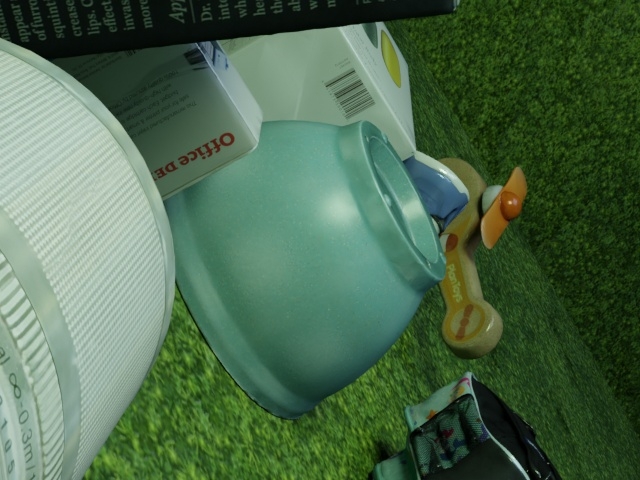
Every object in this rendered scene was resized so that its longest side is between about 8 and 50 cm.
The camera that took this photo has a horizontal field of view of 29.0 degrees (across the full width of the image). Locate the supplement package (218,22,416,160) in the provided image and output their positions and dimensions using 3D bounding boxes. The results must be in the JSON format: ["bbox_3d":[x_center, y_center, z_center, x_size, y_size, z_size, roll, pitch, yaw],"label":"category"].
[{"bbox_3d":[-0.024,-0.187,1.429,0.199,0.198,0.263,56,17,-24],"label":"supplement package"}]

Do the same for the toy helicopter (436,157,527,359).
[{"bbox_3d":[0.201,0.015,1.764,0.140,0.235,0.355,49,21,-42],"label":"toy helicopter"}]

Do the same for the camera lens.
[{"bbox_3d":[-0.188,0.040,0.489,0.219,0.219,0.274,60,16,-12],"label":"camera lens"}]

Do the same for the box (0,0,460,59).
[{"bbox_3d":[-0.122,-0.291,0.840,0.294,0.395,0.212,-97,-179,-50],"label":"box"}]

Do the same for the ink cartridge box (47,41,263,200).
[{"bbox_3d":[-0.155,-0.138,1.037,0.191,0.139,0.082,57,15,-24],"label":"ink cartridge box"}]

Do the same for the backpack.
[{"bbox_3d":[0.169,0.271,1.321,0.225,0.191,0.253,56,12,-18],"label":"backpack"}]

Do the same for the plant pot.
[{"bbox_3d":[0.000,0.000,1.213,0.293,0.196,0.293,56,17,-26],"label":"plant pot"}]

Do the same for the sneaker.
[{"bbox_3d":[0.050,0.021,1.460,0.127,0.182,0.315,38,-19,2],"label":"sneaker"}]
